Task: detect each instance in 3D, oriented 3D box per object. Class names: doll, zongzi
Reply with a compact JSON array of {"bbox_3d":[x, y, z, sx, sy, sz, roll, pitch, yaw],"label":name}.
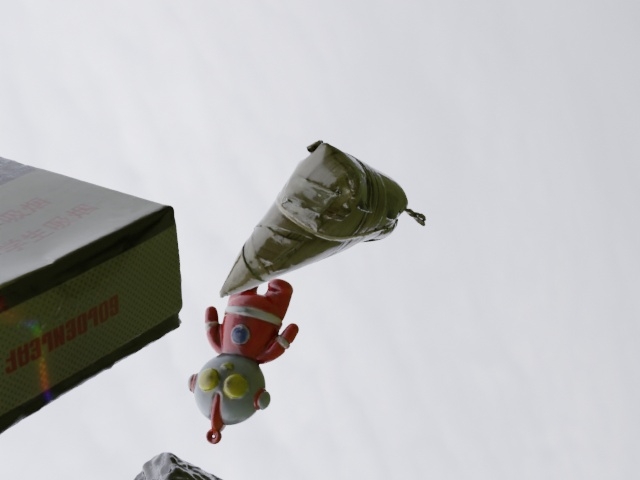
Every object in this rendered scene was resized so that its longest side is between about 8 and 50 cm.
[{"bbox_3d":[-0.114,0.163,1.564,0.076,0.142,0.245,59,-133,-60],"label":"doll"},{"bbox_3d":[0.000,0.000,1.102,0.081,0.178,0.189,46,-168,25],"label":"zongzi"}]

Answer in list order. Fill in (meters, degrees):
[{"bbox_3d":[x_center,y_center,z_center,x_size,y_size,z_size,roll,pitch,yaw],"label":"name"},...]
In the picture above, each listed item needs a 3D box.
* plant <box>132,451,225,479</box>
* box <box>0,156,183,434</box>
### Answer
[{"bbox_3d":[-0.165,0.440,1.609,0.276,0.199,0.188,40,-170,-12],"label":"plant"},{"bbox_3d":[-0.261,0.013,0.675,0.198,0.310,0.084,-31,-51,-47],"label":"box"}]
